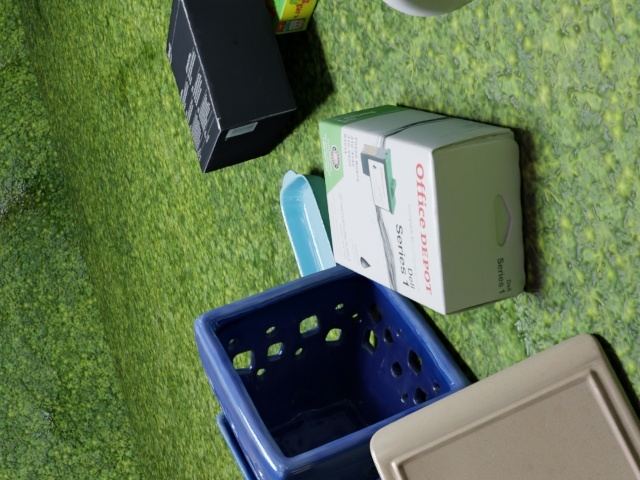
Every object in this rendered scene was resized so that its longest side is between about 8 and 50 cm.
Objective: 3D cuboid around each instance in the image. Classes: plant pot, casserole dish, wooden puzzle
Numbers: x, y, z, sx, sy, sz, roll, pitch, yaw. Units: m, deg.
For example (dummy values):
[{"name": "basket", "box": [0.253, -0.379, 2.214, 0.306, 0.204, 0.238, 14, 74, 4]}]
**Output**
[{"name": "plant pot", "box": [0.008, 0.192, 1.189, 0.236, 0.236, 0.212, 54, 153, 39]}, {"name": "casserole dish", "box": [0.000, 0.000, 1.332, 0.114, 0.037, 0.188, -34, 72, 65]}, {"name": "wooden puzzle", "box": [0.180, 0.226, 0.895, 0.044, 0.221, 0.239, 35, -150, -63]}]

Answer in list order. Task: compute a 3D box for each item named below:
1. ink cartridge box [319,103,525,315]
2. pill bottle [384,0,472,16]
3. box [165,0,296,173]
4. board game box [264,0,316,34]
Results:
[{"name": "ink cartridge box", "box": [0.093, -0.037, 1.035, 0.219, 0.092, 0.160, 25, 125, 61]}, {"name": "pill bottle", "box": [0.046, -0.311, 0.926, 0.264, 0.146, 0.146, 52, 147, 44]}, {"name": "box", "box": [-0.119, -0.206, 1.343, 0.261, 0.103, 0.184, 147, 104, -77]}, {"name": "board game box", "box": [-0.058, -0.344, 1.260, 0.181, 0.043, 0.092, 66, 155, 22]}]
